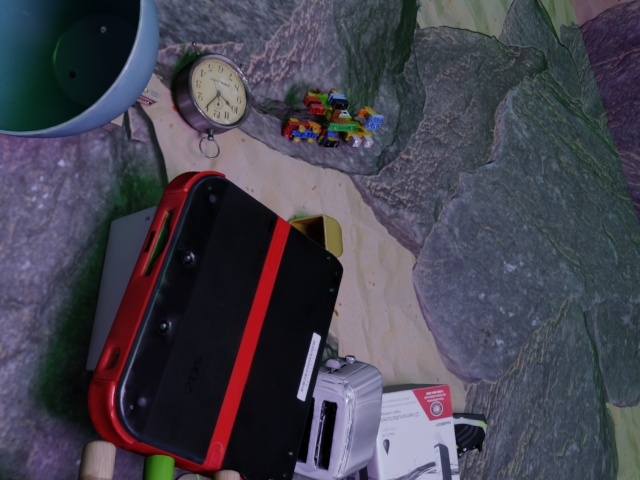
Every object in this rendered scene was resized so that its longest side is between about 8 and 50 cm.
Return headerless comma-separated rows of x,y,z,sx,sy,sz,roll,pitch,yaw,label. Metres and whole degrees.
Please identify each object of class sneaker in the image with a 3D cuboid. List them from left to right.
0.288,0.417,1.477,0.235,0.084,0.097,14,73,-42,sneaker

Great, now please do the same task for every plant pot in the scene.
-0.333,-0.264,0.913,0.195,0.290,0.290,17,64,-81,plant pot
0.000,0.000,1.290,0.083,0.082,0.081,7,76,-54,plant pot

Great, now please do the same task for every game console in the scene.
-0.121,0.127,0.971,0.342,0.060,0.386,37,58,-40,game console

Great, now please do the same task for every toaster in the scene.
0.019,0.309,1.171,0.146,0.129,0.226,6,93,-64,toaster

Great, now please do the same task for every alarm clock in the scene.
-0.183,-0.226,1.167,0.129,0.064,0.192,16,68,-42,alarm clock

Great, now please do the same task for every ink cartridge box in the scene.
0.151,0.415,1.302,0.197,0.114,0.272,0,81,-35,ink cartridge box

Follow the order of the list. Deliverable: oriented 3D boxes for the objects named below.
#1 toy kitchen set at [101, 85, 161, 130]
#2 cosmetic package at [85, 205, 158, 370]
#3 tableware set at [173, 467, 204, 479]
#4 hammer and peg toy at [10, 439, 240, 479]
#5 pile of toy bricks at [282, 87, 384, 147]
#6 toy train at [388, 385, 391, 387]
-0.281,-0.206,1.062,0.075,0.068,0.083,20,68,-40,toy kitchen set
-0.199,0.094,1.027,0.225,0.138,0.224,21,67,-42,cosmetic package
-0.183,0.335,1.074,0.169,0.020,0.141,-32,104,-44,tableware set
-0.289,0.331,0.819,0.361,0.266,0.127,28,45,-37,hammer and peg toy
0.020,-0.255,1.361,0.212,0.118,0.105,-3,51,-36,pile of toy bricks
0.152,0.334,1.403,0.017,0.024,0.083,-12,89,-45,toy train
